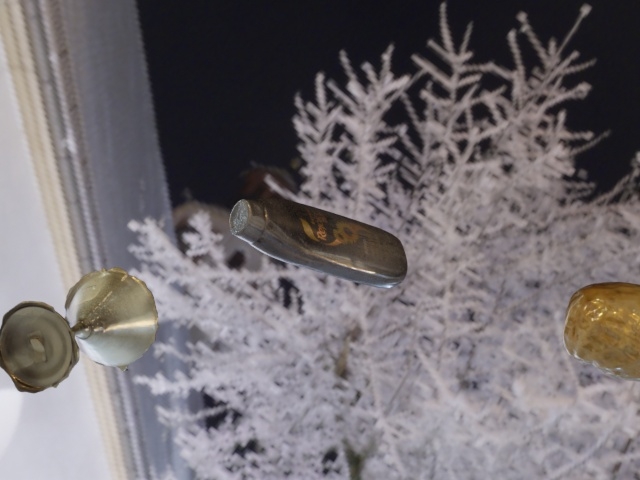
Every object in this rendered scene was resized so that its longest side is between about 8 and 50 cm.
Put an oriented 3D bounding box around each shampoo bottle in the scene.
[{"bbox_3d":[0.000,0.000,1.351,0.233,0.087,0.049,17,-46,-35],"label":"shampoo bottle"}]

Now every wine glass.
[{"bbox_3d":[-0.334,0.124,1.562,0.156,0.232,0.156,2,-83,15],"label":"wine glass"}]

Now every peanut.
[{"bbox_3d":[0.360,0.106,1.353,0.140,0.159,0.109,-149,-121,-70],"label":"peanut"}]
